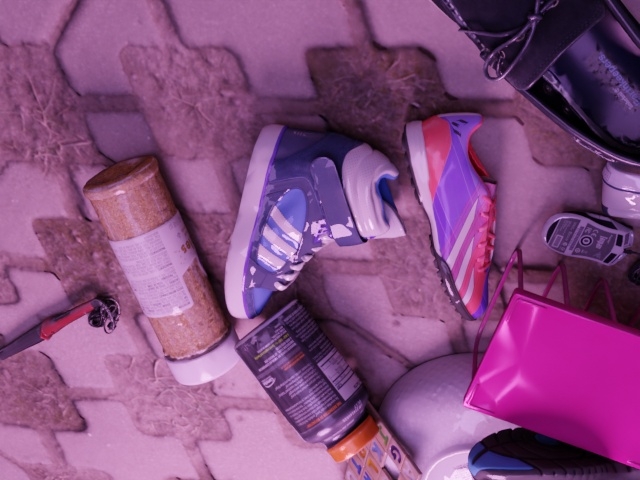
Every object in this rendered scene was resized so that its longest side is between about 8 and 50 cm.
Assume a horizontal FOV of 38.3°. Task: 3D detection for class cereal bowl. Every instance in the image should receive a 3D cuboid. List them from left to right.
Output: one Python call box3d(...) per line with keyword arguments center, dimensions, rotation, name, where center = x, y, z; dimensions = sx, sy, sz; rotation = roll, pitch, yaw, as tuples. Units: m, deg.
box3d(center=(0.248, 0.356, 1.476), dimensions=(0.339, 0.141, 0.339), rotation=(5, 118, 9), name="cereal bowl")

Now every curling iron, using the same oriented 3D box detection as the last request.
box3d(center=(-0.455, 0.160, 1.573), dimensions=(0.274, 0.035, 0.068), rotation=(-22, 110, 20), name="curling iron")

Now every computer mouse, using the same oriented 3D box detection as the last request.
box3d(center=(0.410, -0.003, 1.321), dimensions=(0.193, 0.042, 0.106), rotation=(18, 123, -4), name="computer mouse")

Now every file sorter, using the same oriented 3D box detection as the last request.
box3d(center=(0.381, 0.160, 1.326), dimensions=(0.291, 0.182, 0.202), rotation=(19, 119, 2), name="file sorter")

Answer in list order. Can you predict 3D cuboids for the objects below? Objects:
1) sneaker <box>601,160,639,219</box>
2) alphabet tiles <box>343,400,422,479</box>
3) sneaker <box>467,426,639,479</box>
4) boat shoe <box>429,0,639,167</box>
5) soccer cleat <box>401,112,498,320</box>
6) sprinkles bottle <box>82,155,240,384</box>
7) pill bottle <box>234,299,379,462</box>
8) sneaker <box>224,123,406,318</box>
box3d(center=(0.512, -0.058, 1.254), dimensions=(0.258, 0.094, 0.091), rotation=(11, 130, 14), name="sneaker")
box3d(center=(0.084, 0.383, 1.508), dimensions=(0.009, 0.198, 0.237), rotation=(-13, 133, -29), name="alphabet tiles")
box3d(center=(0.365, 0.360, 1.343), dimensions=(0.341, 0.125, 0.139), rotation=(7, 108, -20), name="sneaker")
box3d(center=(0.281, -0.274, 1.146), dimensions=(0.500, 0.156, 0.187), rotation=(42, 118, -9), name="boat shoe")
box3d(center=(0.208, -0.029, 1.313), dimensions=(0.116, 0.108, 0.318), rotation=(-14, 110, 13), name="soccer cleat")
box3d(center=(-0.240, 0.050, 1.427), dimensions=(0.121, 0.121, 0.355), rotation=(-15, 113, 18), name="sprinkles bottle")
box3d(center=(-0.014, 0.224, 1.435), dimensions=(0.130, 0.130, 0.245), rotation=(-37, 89, 25), name="pill bottle")
box3d(center=(0.000, -0.001, 1.349), dimensions=(0.236, 0.130, 0.323), rotation=(16, 113, 8), name="sneaker")
